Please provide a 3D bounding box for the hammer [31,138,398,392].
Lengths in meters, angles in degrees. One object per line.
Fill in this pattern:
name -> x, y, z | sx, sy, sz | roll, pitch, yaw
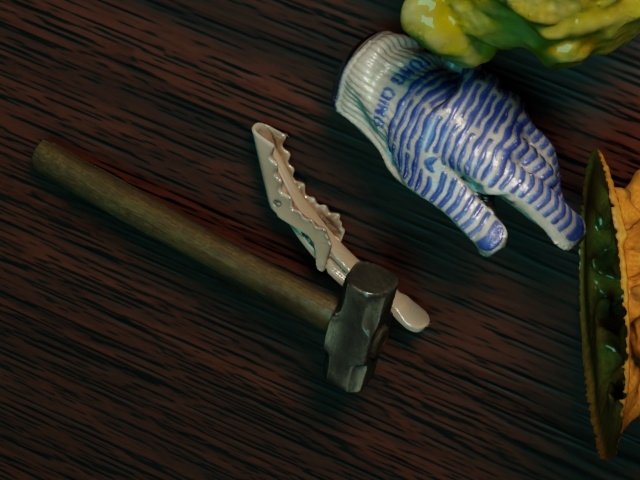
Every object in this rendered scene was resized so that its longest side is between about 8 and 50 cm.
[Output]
hammer -> -0.102, 0.003, 1.316 | 0.365, 0.043, 0.111 | 28, 130, 18

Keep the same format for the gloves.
gloves -> 0.109, -0.071, 1.159 | 0.229, 0.119, 0.097 | 39, 168, 7

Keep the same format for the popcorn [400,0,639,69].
popcorn -> 0.141, -0.230, 1.016 | 0.217, 0.181, 0.235 | -26, 96, 35

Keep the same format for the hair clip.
hair clip -> 0.000, 0.000, 1.297 | 0.072, 0.034, 0.226 | -34, 99, 36

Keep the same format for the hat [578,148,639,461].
hat -> 0.314, 0.040, 1.093 | 0.233, 0.233, 0.244 | -1, 160, 2
